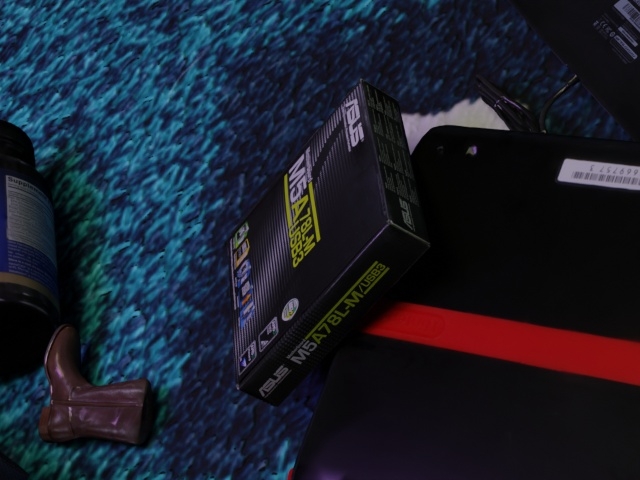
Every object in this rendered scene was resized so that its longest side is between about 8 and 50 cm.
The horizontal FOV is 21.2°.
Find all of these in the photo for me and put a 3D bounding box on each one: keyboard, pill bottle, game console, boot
[{"bbox_3d":[0.211,-0.131,1.273,0.201,0.033,0.317,-40,45,8],"label":"keyboard"},{"bbox_3d":[-0.295,0.002,1.508,0.123,0.123,0.219,-28,49,20],"label":"pill bottle"},{"bbox_3d":[0.169,0.092,1.133,0.387,0.060,0.342,9,70,40],"label":"game console"},{"bbox_3d":[-0.178,0.117,1.403,0.114,0.037,0.106,-8,71,37],"label":"boot"}]

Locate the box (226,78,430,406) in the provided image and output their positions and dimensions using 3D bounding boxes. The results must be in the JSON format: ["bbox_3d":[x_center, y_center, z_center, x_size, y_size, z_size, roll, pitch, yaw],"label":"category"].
[{"bbox_3d":[0.000,0.000,1.276,0.184,0.045,0.190,-50,27,28],"label":"box"}]

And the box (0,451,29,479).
[{"bbox_3d":[-0.349,0.196,1.291,0.233,0.059,0.183,27,78,42],"label":"box"}]
